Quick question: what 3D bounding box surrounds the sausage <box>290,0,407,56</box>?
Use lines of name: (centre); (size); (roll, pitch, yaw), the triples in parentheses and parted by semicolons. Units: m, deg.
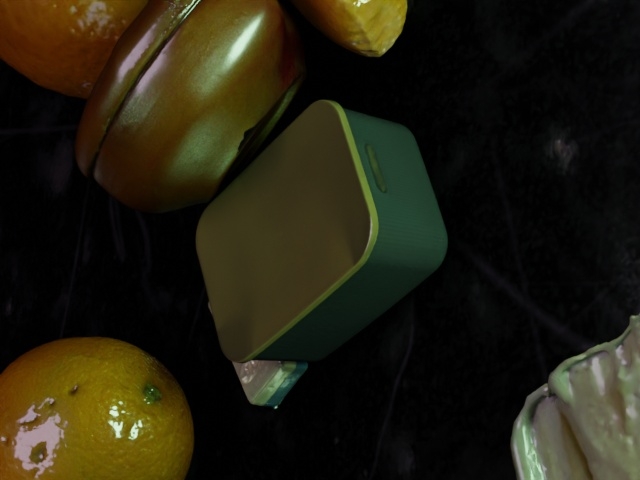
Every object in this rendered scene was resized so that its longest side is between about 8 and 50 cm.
sausage: (-0.005, -0.238, 1.222); (0.098, 0.098, 0.238); (-58, 46, 26)

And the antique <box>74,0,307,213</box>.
antique: (-0.101, -0.122, 1.233); (0.223, 0.129, 0.278); (-54, 0, -26)

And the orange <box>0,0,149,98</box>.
orange: (-0.246, -0.293, 1.461); (0.274, 0.274, 0.310); (-25, 42, 46)

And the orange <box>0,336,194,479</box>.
orange: (-0.207, 0.179, 1.315); (0.206, 0.206, 0.206); (-13, 73, 49)

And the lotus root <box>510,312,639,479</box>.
lotus root: (0.222, 0.110, 0.840); (0.235, 0.138, 0.119); (-40, 49, 40)

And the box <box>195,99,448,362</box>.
box: (0.000, 0.000, 1.170); (0.201, 0.090, 0.144); (-42, 52, 38)

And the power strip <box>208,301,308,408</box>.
power strip: (-0.056, 0.078, 1.270); (0.056, 0.032, 0.123); (-53, 46, 29)
